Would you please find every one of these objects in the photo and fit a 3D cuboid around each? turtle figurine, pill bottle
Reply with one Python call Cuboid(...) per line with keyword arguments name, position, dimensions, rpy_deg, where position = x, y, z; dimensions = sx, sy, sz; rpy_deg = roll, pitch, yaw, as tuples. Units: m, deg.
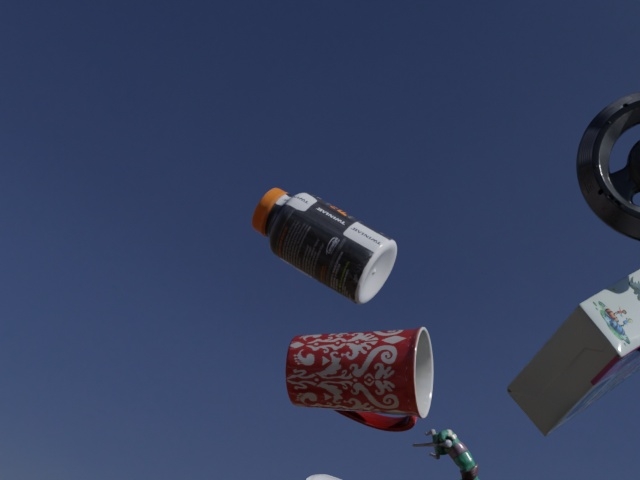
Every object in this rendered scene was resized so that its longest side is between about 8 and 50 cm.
Cuboid(name="turtle figurine", position=(0.161, 0.324, 1.573), dimensions=(0.118, 0.175, 0.234), rpy_deg=(12, 4, 4))
Cuboid(name="pill bottle", position=(0.000, 0.000, 2.228), dimensions=(0.245, 0.130, 0.130), rpy_deg=(30, -22, 21))

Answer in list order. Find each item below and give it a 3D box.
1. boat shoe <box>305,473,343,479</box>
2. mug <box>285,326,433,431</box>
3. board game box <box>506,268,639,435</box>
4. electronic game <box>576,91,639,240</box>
Cuboid(name="boat shoe", position=(0.077, 0.330, 1.108), dimensions=(0.301, 0.102, 0.108), rpy_deg=(40, 19, 23))
Cuboid(name="mug", position=(0.050, 0.183, 1.618), dimensions=(0.169, 0.150, 0.113), rpy_deg=(-1, 12, 16))
Cuboid(name="board game box", position=(0.440, 0.135, 1.861), dimensions=(0.097, 0.303, 0.224), rpy_deg=(51, -40, 17))
Cuboid(name="electronic game", position=(0.470, -0.104, 1.769), dimensions=(0.229, 0.229, 0.048), rpy_deg=(12, -18, 13))
